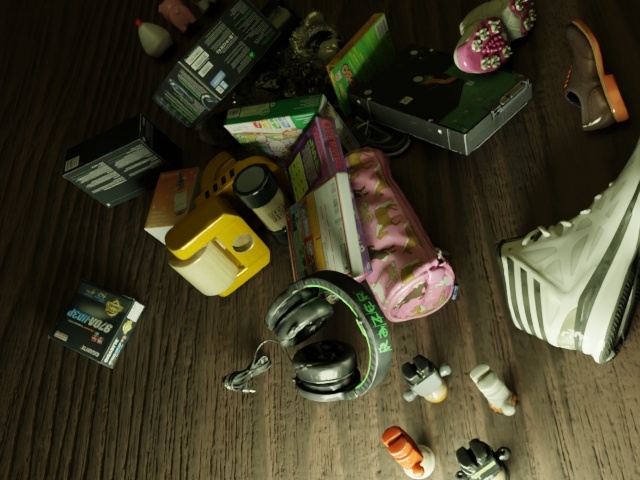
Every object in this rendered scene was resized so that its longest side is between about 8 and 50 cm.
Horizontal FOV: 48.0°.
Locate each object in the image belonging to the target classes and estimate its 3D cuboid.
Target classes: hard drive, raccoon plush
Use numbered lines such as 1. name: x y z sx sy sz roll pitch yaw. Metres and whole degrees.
1. hard drive: 0.259 -0.320 1.588 0.339 0.064 0.237 28 59 39
2. raccoon plush: -0.125 -0.422 1.840 0.446 0.216 0.299 3 57 32

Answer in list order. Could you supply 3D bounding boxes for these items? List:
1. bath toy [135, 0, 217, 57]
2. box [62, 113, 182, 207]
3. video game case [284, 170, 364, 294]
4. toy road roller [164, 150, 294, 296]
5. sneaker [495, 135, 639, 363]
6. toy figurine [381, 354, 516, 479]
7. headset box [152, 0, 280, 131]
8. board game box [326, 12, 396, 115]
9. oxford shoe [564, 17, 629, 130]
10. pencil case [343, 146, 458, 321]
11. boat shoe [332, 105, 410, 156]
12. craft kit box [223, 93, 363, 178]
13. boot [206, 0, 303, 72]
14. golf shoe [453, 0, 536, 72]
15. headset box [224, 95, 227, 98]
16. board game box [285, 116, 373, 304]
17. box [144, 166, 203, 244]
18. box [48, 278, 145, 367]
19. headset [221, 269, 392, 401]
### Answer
1. bath toy: -0.437 -0.725 2.237 0.348 0.129 0.151 -46 16 -1
2. box: -0.536 -0.212 1.961 0.261 0.184 0.103 -20 52 19
3. video game case: 0.000 0.000 1.454 0.285 0.025 0.204 151 113 -63
4. toy road roller: -0.215 -0.058 1.673 0.329 0.202 0.240 -41 46 -2
5. sneaker: 0.458 -0.030 1.278 0.257 0.169 0.448 17 75 34
6. toy figurine: 0.230 0.315 1.237 0.213 0.148 0.210 -2 57 32
7. headset box: -0.262 -0.421 1.751 0.246 0.131 0.283 -54 16 -23
8. board game box: 0.096 -0.415 1.693 0.039 0.124 0.259 8 48 34
9. oxford shoe: 0.535 -0.343 1.465 0.098 0.097 0.271 -24 53 24
10. pencil case: 0.135 -0.022 1.472 0.167 0.160 0.386 -26 52 2
11. boat shoe: 0.105 -0.258 1.679 0.233 0.079 0.084 28 78 37
12. craft kit box: -0.051 -0.226 1.643 0.249 0.246 0.061 -3 64 30
13. boot: -0.184 -0.602 2.034 0.207 0.094 0.246 -49 57 2
14. golf shoe: 0.360 -0.452 1.590 0.140 0.115 0.306 3 37 44
15. headset box: -0.308 -0.415 2.022 0.083 0.062 0.032 -27 53 14
16. board game box: 0.010 -0.057 1.507 0.056 0.208 0.347 -5 70 -21
17. box: -0.356 -0.088 1.842 0.130 0.091 0.171 -6 61 28
18. box: -0.567 0.206 1.822 0.220 0.051 0.175 15 72 35
19. headset: -0.036 0.209 1.390 0.394 0.185 0.243 -30 85 50
